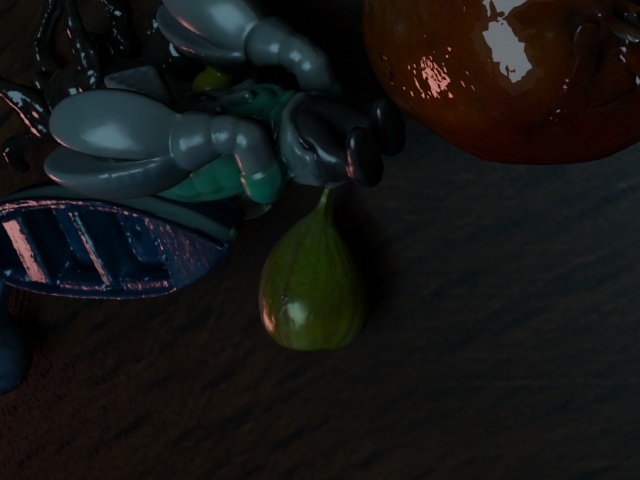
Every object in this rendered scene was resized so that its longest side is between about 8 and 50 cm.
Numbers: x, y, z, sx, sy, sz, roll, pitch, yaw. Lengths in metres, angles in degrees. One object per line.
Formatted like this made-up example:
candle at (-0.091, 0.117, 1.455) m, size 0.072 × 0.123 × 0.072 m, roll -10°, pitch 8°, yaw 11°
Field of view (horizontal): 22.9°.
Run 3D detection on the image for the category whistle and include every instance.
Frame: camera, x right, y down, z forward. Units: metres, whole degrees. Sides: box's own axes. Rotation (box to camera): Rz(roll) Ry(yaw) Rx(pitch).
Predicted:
whistle at (-0.291, 0.082, 1.404) m, size 0.090 × 0.090 × 0.157 m, roll 5°, pitch 70°, yaw 28°

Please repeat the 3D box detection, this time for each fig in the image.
fig at (-0.001, 0.005, 1.221) m, size 0.093 × 0.093 × 0.166 m, roll -2°, pitch 77°, yaw 30°

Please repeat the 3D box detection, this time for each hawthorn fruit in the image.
hawthorn fruit at (0.142, -0.141, 0.966) m, size 0.211 × 0.299 × 0.211 m, roll -3°, pitch 105°, yaw -12°

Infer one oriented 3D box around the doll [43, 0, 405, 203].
doll at (-0.070, -0.106, 1.122) m, size 0.258 × 0.195 × 0.153 m, roll -10°, pitch 124°, yaw 13°

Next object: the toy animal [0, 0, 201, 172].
toy animal at (-0.196, -0.133, 1.266) m, size 0.233 × 0.084 × 0.148 m, roll -27°, pitch 93°, yaw 30°

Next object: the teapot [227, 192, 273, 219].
teapot at (-0.073, -0.053, 1.237) m, size 0.083 × 0.064 × 0.064 m, roll 8°, pitch 118°, yaw 23°

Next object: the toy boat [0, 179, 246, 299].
toy boat at (-0.166, -0.006, 1.267) m, size 0.299 × 0.062 × 0.096 m, roll 0°, pitch 121°, yaw 42°
